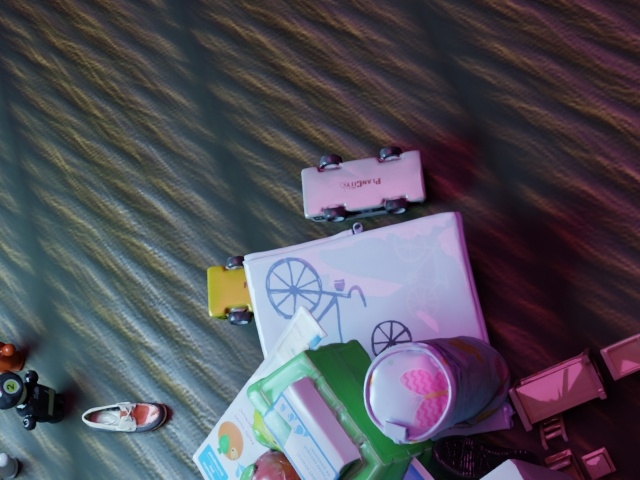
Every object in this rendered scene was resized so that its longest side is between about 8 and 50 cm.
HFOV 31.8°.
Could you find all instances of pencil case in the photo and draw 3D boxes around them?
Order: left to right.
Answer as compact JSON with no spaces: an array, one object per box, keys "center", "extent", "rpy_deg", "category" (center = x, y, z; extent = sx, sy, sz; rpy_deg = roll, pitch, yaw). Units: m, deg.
[{"center":[0.148,0.181,1.390],"extent":[0.113,0.273,0.124],"rpy_deg":[32,98,22],"category":"pencil case"}]

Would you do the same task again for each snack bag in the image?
[{"center":[0.076,0.136,1.574],"extent":[0.343,0.037,0.323],"rpy_deg":[-15,85,19],"category":"snack bag"}]

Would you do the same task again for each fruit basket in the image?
[{"center":[-0.026,0.317,1.494],"extent":[0.353,0.165,0.327],"rpy_deg":[-51,61,28],"category":"fruit basket"}]

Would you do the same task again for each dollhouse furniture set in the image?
[{"center":[0.362,0.222,1.443],"extent":[0.182,0.101,0.160],"rpy_deg":[-26,85,15],"category":"dollhouse furniture set"}]

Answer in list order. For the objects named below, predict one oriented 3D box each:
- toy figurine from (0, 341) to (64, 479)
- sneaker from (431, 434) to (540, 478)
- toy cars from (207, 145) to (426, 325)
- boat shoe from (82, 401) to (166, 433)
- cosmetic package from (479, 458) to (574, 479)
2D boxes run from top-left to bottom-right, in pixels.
[{"center":[-0.552,0.271,1.823],"extent":[0.213,0.148,0.209],"rpy_deg":[39,89,32],"category":"toy figurine"},{"center":[0.209,0.283,1.422],"extent":[0.170,0.089,0.051],"rpy_deg":[11,72,-13],"category":"sneaker"},{"center":[0.000,0.000,1.701],"extent":[0.393,0.087,0.176],"rpy_deg":[-46,68,-2],"category":"toy cars"},{"center":[-0.307,0.276,1.761],"extent":[0.137,0.043,0.049],"rpy_deg":[-8,64,22],"category":"boat shoe"},{"center":[0.165,0.455,1.331],"extent":[0.385,0.156,0.217],"rpy_deg":[-42,50,20],"category":"cosmetic package"}]
